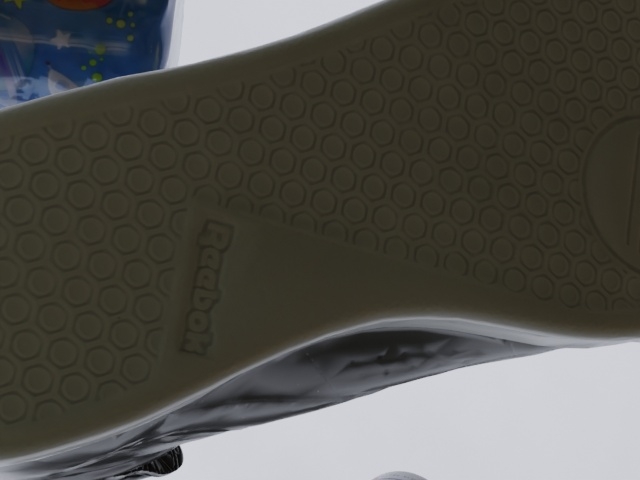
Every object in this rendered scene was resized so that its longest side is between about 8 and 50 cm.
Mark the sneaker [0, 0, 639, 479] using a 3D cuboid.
[{"bbox_3d":[0.000,0.000,0.425,0.296,0.147,0.104,-13,-96,-25],"label":"sneaker"}]

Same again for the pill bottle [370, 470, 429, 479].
[{"bbox_3d":[0.046,0.293,1.385,0.193,0.108,0.108,-22,-87,-64],"label":"pill bottle"}]

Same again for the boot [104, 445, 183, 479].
[{"bbox_3d":[-0.191,0.205,1.299,0.121,0.099,0.045,-2,-116,-56],"label":"boot"}]

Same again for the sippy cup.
[{"bbox_3d":[-0.206,-0.174,1.022,0.224,0.305,0.240,9,-107,-3],"label":"sippy cup"}]
